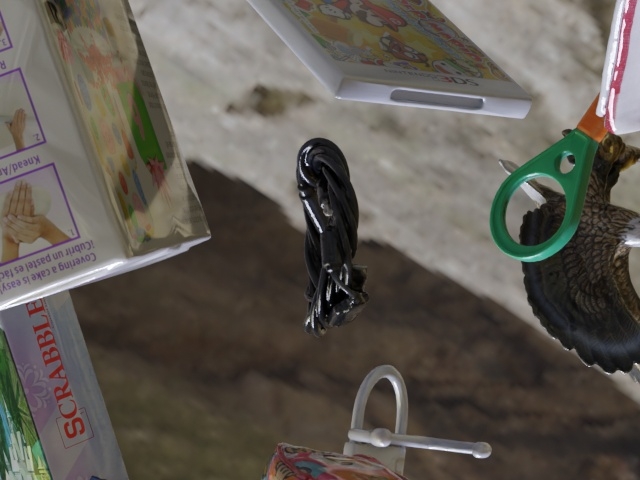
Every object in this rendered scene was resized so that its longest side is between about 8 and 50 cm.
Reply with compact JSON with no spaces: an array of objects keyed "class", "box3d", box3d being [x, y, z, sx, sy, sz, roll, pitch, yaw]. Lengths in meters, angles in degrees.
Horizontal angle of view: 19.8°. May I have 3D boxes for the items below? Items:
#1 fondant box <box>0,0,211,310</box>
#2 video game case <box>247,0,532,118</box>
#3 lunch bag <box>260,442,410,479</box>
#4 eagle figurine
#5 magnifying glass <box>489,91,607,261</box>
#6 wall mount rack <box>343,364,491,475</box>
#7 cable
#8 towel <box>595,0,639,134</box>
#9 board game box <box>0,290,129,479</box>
[{"class":"fondant box","box3d":[-0.177,-0.134,1.041,0.096,0.330,0.238,-20,180,8]},{"class":"video game case","box3d":[0.052,-0.183,1.649,0.227,0.206,0.026,51,-52,46]},{"class":"lunch bag","box3d":[0.008,0.311,1.462,0.293,0.120,0.258,-157,-100,-71]},{"class":"eagle figurine","box3d":[0.324,0.021,2.111,0.225,0.226,0.298,163,-65,-71]},{"class":"magnifying glass","box3d":[0.246,-0.082,1.775,0.092,0.026,0.231,40,-78,37]},{"class":"wall mount rack","box3d":[0.070,0.304,1.900,0.304,0.130,0.350,16,80,-59]},{"class":"cable","box3d":[0.000,0.000,1.496,0.184,0.047,0.151,113,-33,-75]},{"class":"towel","box3d":[0.410,-0.194,1.585,0.237,0.329,0.037,86,-10,-60]},{"class":"board game box","box3d":[-0.278,0.129,1.468,0.066,0.318,0.318,-20,-175,-36]}]
